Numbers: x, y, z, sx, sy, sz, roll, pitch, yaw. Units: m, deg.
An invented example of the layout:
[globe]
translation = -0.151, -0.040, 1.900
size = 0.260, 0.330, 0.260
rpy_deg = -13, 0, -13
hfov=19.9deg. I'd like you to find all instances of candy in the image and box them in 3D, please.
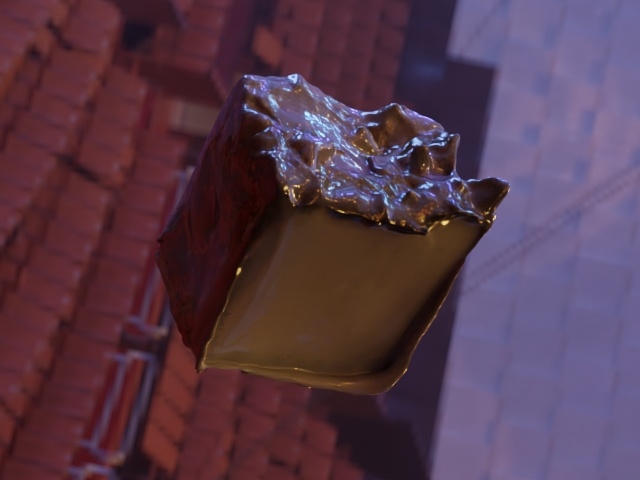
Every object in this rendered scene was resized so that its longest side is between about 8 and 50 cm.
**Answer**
[candy]
translation = 0.000, 0.000, 1.266
size = 0.195, 0.185, 0.137
rpy_deg = -64, -150, 31
